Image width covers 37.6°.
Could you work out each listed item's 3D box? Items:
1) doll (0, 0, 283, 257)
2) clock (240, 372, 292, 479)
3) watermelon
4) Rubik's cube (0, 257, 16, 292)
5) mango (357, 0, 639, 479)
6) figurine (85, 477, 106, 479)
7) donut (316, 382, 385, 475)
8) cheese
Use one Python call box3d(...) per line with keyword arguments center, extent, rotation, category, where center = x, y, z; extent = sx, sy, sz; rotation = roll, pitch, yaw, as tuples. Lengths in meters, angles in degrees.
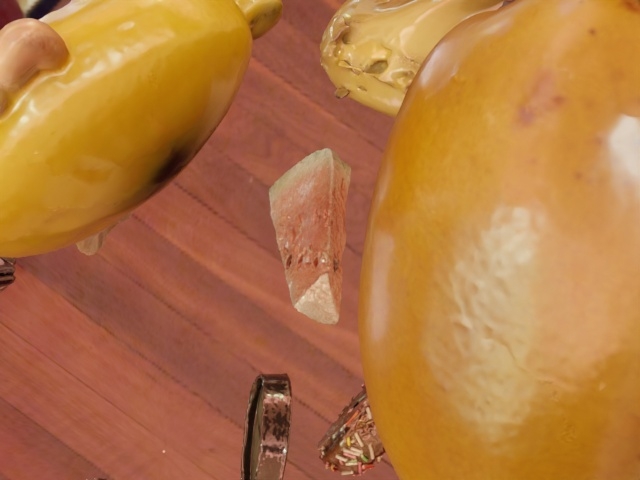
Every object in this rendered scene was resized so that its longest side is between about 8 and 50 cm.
box3d(center=(-0.236, -0.047, 0.748), extent=(0.161, 0.348, 0.423), rotation=(48, 44, 13), category="doll")
box3d(center=(-0.077, 0.271, 1.281), extent=(0.040, 0.184, 0.184), rotation=(9, 76, -11), category="clock")
box3d(center=(0.000, 0.000, 1.300), extent=(0.094, 0.154, 0.241), rotation=(16, 54, -24), category="watermelon")
box3d(center=(-0.730, 0.037, 1.499), extent=(0.305, 0.307, 0.310), rotation=(-40, 82, 17), category="Rubik's cube")
box3d(center=(0.170, 0.037, 0.653), extent=(0.300, 0.232, 0.445), rotation=(15, 108, 28), category="mango")
box3d(center=(-0.234, 0.220, 0.709), extent=(0.154, 0.132, 0.132), rotation=(15, 72, 33), category="figurine")
box3d(center=(0.104, 0.309, 1.672), extent=(0.103, 0.269, 0.269), rotation=(43, 74, 3), category="donut")
box3d(center=(0.134, -0.186, 0.847), extent=(0.316, 0.260, 0.128), rotation=(-29, 118, -44), category="cheese")
